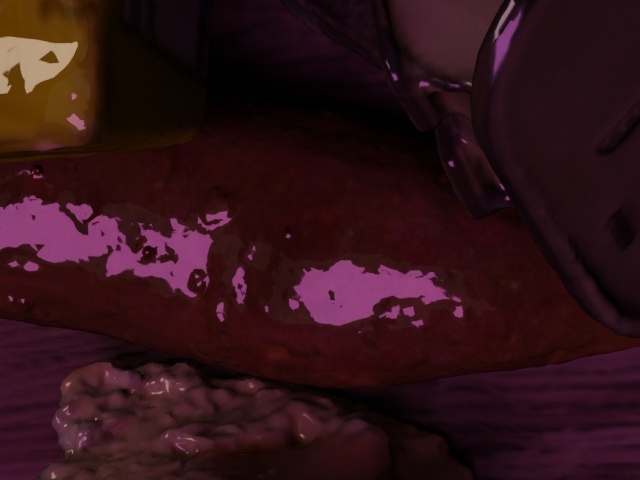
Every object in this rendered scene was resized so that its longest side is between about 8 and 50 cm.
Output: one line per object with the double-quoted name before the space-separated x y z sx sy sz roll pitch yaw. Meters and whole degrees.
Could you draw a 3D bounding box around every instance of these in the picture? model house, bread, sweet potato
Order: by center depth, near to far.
"model house" 0.068 -0.143 0.625 0.278 0.218 0.205 41 173 36
"sweet potato" -0.001 0.003 0.720 0.336 0.131 0.131 11 119 8
"bread" -0.030 0.189 0.794 0.224 0.183 0.211 4 122 23

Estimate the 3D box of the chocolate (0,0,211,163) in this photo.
"chocolate" -0.173 -0.170 0.631 0.288 0.137 0.301 0 86 23
